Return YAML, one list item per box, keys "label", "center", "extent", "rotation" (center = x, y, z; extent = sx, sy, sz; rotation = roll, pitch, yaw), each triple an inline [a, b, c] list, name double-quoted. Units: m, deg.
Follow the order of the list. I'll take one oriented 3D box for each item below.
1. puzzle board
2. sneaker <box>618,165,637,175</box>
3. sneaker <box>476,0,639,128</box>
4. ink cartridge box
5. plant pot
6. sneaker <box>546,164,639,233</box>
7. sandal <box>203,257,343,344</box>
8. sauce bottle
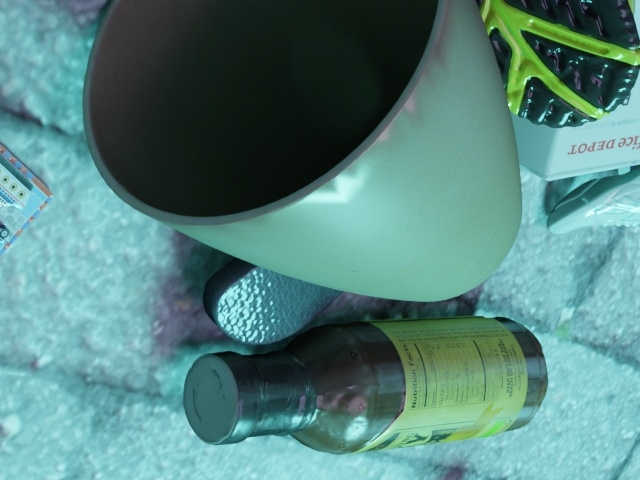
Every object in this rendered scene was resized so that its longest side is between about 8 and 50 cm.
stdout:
- label: "puzzle board"
  center: [-0.239, -0.027, 0.948]
  extent: [0.096, 0.011, 0.128]
  rotation: [-49, 138, -7]
- label: "sneaker"
  center: [0.333, -0.137, 1.338]
  extent: [0.090, 0.095, 0.235]
  rotation: [-27, 129, -25]
- label: "sneaker"
  center: [0.119, -0.270, 1.030]
  extent: [0.147, 0.145, 0.384]
  rotation: [-67, 141, -62]
- label: "ink cartridge box"
  center: [0.232, -0.170, 1.228]
  extent: [0.158, 0.092, 0.218]
  rotation: [-11, 123, -38]
- label: "plant pot"
  center: [0.027, -0.070, 0.990]
  extent: [0.256, 0.256, 0.274]
  rotation: [-53, 140, -2]
- label: "sneaker"
  center: [0.277, -0.033, 1.332]
  extent: [0.152, 0.053, 0.061]
  rotation: [-24, 110, 21]
- label: "sandal"
  center: [0.000, 0.000, 1.161]
  extent: [0.254, 0.054, 0.097]
  rotation: [-32, 141, -37]
- label: "sauce bottle"
  center: [0.041, 0.120, 1.224]
  extent: [0.344, 0.111, 0.111]
  rotation: [1, 114, -41]
